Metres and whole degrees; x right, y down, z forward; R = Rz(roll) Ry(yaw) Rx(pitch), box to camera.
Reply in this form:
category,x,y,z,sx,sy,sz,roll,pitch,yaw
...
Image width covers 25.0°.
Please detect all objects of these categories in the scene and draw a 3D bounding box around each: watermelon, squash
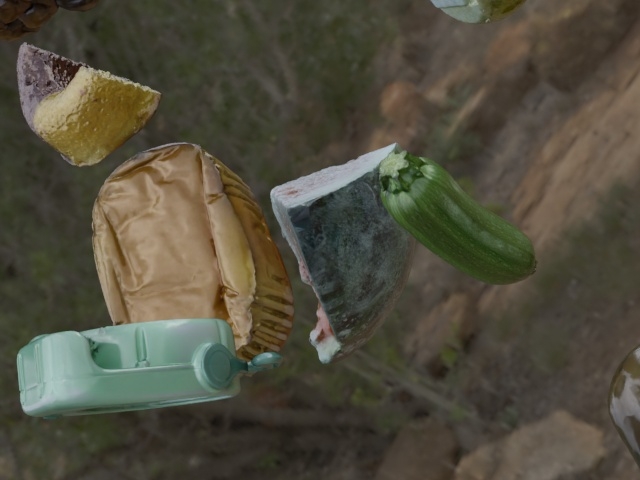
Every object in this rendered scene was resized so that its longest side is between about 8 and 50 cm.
category,x,y,z,sx,sy,sz,roll,pitch,yaw
watermelon,0.000,0.000,1.933,0.289,0.214,0.319,17,-86,-61
squash,0.134,-0.018,1.447,0.077,0.219,0.068,-25,42,36

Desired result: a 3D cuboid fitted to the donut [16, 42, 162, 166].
category,x,y,z,sx,sy,sz,roll,pitch,yaw
donut,-0.381,-0.203,2.151,0.295,0.112,0.151,25,86,48

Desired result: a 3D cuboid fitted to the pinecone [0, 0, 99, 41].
category,x,y,z,sx,sy,sz,roll,pitch,yaw
pinecone,-0.385,-0.444,1.657,0.384,0.384,0.384,-53,17,23

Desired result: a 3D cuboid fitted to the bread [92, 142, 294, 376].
category,x,y,z,sx,sy,sz,roll,pitch,yaw
bread,-0.153,0.035,1.755,0.204,0.288,0.156,-27,-17,7

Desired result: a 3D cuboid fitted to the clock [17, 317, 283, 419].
category,x,y,z,sx,sy,sz,roll,pitch,yaw
clock,-0.128,0.095,1.086,0.148,0.189,0.060,155,110,-64

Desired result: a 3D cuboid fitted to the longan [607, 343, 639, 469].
category,x,y,z,sx,sy,sz,roll,pitch,yaw
longan,0.354,0.164,1.315,0.167,0.187,0.167,-42,-18,-17

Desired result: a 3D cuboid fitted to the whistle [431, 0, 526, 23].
category,x,y,z,sx,sy,sz,roll,pitch,yaw
whistle,0.165,-0.253,1.240,0.223,0.123,0.122,6,66,57
